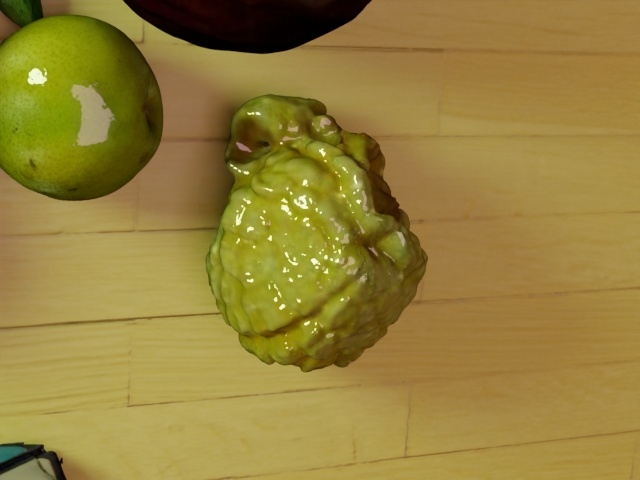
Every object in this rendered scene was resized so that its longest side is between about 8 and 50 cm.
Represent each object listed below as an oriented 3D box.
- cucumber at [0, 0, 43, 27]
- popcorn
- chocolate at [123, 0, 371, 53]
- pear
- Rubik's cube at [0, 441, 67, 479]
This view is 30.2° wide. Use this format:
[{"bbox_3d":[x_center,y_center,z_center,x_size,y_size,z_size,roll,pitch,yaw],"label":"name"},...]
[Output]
[{"bbox_3d":[-0.308,-0.317,1.112,0.056,0.056,0.250,-15,111,-18],"label":"cucumber"},{"bbox_3d":[0.000,0.000,1.229,0.173,0.225,0.286,-9,108,-54],"label":"popcorn"},{"bbox_3d":[-0.070,-0.347,1.068,0.383,0.384,0.331,-5,123,-21],"label":"chocolate"},{"bbox_3d":[-0.261,-0.124,1.134,0.216,0.166,0.180,-2,119,5],"label":"pear"},{"bbox_3d":[-0.389,0.380,1.122,0.305,0.307,0.310,5,102,-24],"label":"Rubik's cube"}]
